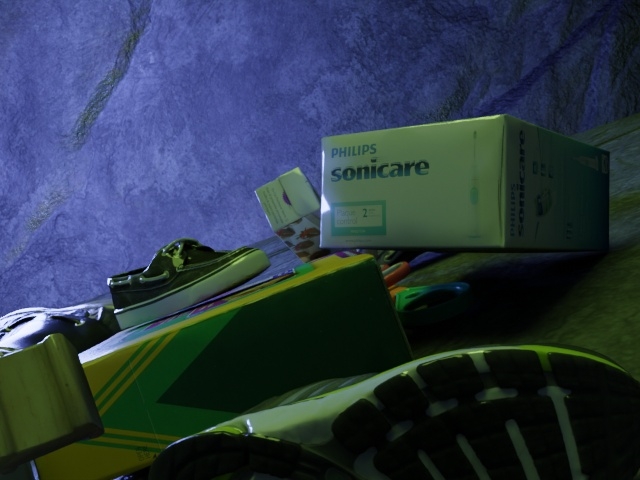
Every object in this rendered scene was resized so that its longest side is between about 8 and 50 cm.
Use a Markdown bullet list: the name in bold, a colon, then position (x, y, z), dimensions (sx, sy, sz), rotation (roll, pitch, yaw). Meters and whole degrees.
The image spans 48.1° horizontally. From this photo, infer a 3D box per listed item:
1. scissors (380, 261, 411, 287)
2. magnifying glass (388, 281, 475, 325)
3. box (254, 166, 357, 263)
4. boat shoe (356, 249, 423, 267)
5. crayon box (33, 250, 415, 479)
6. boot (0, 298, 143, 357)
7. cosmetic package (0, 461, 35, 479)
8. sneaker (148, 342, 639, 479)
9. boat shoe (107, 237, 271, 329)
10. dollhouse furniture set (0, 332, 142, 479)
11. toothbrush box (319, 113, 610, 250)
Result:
- **scissors**: position (-0.014, 0.099, 0.973), dimensions (0.297, 0.021, 0.109), rotation (-26, 9, -12)
- **magnifying glass**: position (0.115, 0.072, 0.903), dimensions (0.092, 0.026, 0.231), rotation (-22, 5, -15)
- **box**: position (0.000, 0.000, 0.964), dimensions (0.063, 0.067, 0.324), rotation (-27, -23, 5)
- **boat shoe**: position (0.185, -0.021, 1.159), dimensions (0.285, 0.092, 0.103), rotation (-25, -23, -13)
- **crayon box**: position (-0.093, 0.111, 0.744), dimensions (0.312, 0.106, 0.363), rotation (-21, 1, -2)
- **boot**: position (-0.494, 0.206, 1.126), dimensions (0.377, 0.138, 0.284), rotation (-12, 9, 17)
- **cosmetic package**: position (-0.433, 0.193, 0.526), dimensions (0.384, 0.217, 0.156), rotation (-27, -29, -29)
- **sneaker**: position (0.043, 0.118, 0.443), dimensions (0.299, 0.111, 0.121), rotation (-15, 4, 21)
- **boat shoe**: position (-0.148, 0.036, 0.747), dimensions (0.219, 0.070, 0.077), rotation (-21, 1, 33)
- **dollhouse furniture set**: position (-0.247, 0.095, 0.346), dimensions (0.286, 0.304, 0.198), rotation (-22, -17, -21)
- **toothbrush box**: position (0.171, -0.049, 0.804), dimensions (0.216, 0.126, 0.295), rotation (0, -2, 38)
